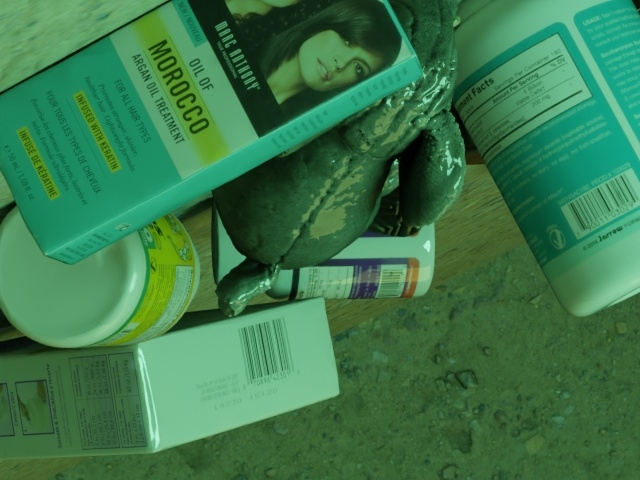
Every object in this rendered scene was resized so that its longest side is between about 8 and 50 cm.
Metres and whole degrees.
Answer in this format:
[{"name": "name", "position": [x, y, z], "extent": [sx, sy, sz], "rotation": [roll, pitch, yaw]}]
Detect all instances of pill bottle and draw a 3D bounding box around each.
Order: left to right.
[{"name": "pill bottle", "position": [-0.161, 0.022, 1.445], "extent": [0.117, 0.118, 0.208], "rotation": [-29, 172, 10]}, {"name": "pill bottle", "position": [0.000, 0.000, 1.723], "extent": [0.193, 0.108, 0.108], "rotation": [-1, 167, -9]}, {"name": "pill bottle", "position": [0.179, -0.090, 1.336], "extent": [0.146, 0.264, 0.146], "rotation": [-26, 172, -4]}]

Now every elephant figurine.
[{"name": "elephant figurine", "position": [0.024, -0.087, 1.218], "extent": [0.169, 0.186, 0.239], "rotation": [-18, 174, -35]}]

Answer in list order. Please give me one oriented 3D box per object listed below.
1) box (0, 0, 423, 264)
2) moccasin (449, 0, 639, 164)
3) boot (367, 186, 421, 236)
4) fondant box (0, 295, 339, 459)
[{"name": "box", "position": [-0.071, -0.086, 1.113], "extent": [0.244, 0.100, 0.060], "rotation": [-29, 172, 4]}, {"name": "moccasin", "position": [0.249, -0.182, 1.524], "extent": [0.380, 0.139, 0.147], "rotation": [-38, 163, 5]}, {"name": "boot", "position": [0.028, -0.078, 1.580], "extent": [0.208, 0.189, 0.076], "rotation": [-65, 172, -59]}, {"name": "fondant box", "position": [-0.185, 0.125, 1.689], "extent": [0.330, 0.096, 0.238], "rotation": [-9, -178, 40]}]
